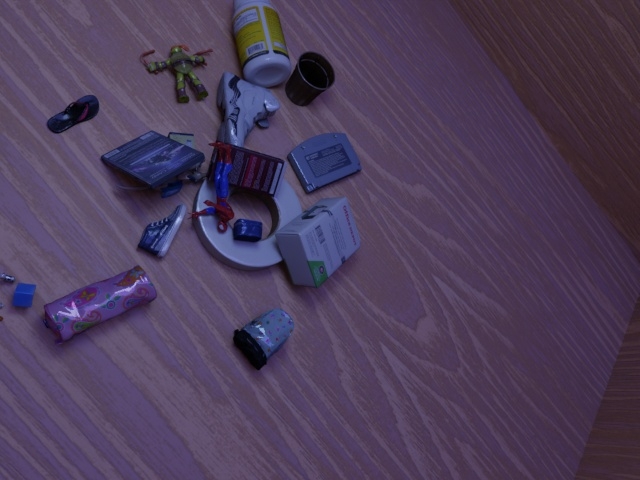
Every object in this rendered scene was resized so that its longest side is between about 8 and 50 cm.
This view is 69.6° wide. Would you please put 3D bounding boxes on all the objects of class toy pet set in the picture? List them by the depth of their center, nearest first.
[{"bbox_3d":[-0.814,0.147,1.199,0.114,0.065,0.122,12,68,-26],"label":"toy pet set"}]

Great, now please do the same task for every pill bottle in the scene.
[{"bbox_3d":[-0.235,-0.782,1.773,0.187,0.188,0.334,-7,77,-32],"label":"pill bottle"}]

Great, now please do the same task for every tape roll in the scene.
[{"bbox_3d":[-0.247,-0.087,1.603,0.391,0.072,0.393,9,70,-27],"label":"tape roll"}]

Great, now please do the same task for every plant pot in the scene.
[{"bbox_3d":[-0.053,-0.635,1.843,0.166,0.165,0.167,10,70,-28],"label":"plant pot"}]

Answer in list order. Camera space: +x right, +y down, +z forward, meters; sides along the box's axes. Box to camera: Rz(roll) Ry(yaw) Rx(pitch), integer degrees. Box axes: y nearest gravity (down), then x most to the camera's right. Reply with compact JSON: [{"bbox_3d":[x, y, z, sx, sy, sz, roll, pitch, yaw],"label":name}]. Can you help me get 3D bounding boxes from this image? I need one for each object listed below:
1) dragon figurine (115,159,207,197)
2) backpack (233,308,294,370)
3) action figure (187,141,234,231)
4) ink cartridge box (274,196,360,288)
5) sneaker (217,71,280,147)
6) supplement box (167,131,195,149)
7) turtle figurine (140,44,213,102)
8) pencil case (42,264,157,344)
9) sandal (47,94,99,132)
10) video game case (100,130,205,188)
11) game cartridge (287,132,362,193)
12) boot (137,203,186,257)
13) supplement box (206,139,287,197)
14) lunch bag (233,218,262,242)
[{"bbox_3d":[-0.494,-0.194,1.486,0.289,0.144,0.085,-27,90,-15],"label":"dragon figurine"},{"bbox_3d":[-0.171,0.306,1.490,0.182,0.115,0.152,-37,91,-36],"label":"backpack"},{"bbox_3d":[-0.340,-0.154,1.429,0.139,0.091,0.281,-16,115,-35],"label":"action figure"},{"bbox_3d":[0.000,0.000,1.626,0.289,0.121,0.211,-40,120,-42],"label":"ink cartridge box"},{"bbox_3d":[-0.255,-0.438,1.661,0.210,0.137,0.366,6,61,-27],"label":"sneaker"},{"bbox_3d":[-0.471,-0.314,1.557,0.083,0.056,0.083,-2,75,-31],"label":"supplement box"},{"bbox_3d":[-0.475,-0.610,1.636,0.269,0.087,0.218,-20,84,-33],"label":"turtle figurine"},{"bbox_3d":[-0.608,0.174,1.281,0.284,0.124,0.124,-27,88,-34],"label":"pencil case"},{"bbox_3d":[-0.759,-0.395,1.428,0.067,0.040,0.179,45,57,-9],"label":"sandal"},{"bbox_3d":[-0.518,-0.256,1.421,0.274,0.026,0.196,27,51,31],"label":"video game case"},{"bbox_3d":[0.016,-0.323,1.847,0.297,0.062,0.198,-26,84,-34],"label":"game cartridge"},{"bbox_3d":[-0.495,-0.046,1.445,0.086,0.069,0.190,29,63,-22],"label":"boot"},{"bbox_3d":[-0.244,-0.237,1.536,0.239,0.073,0.130,13,104,-27],"label":"supplement box"},{"bbox_3d":[-0.234,-0.036,1.510,0.098,0.067,0.065,8,70,-29],"label":"lunch bag"}]
